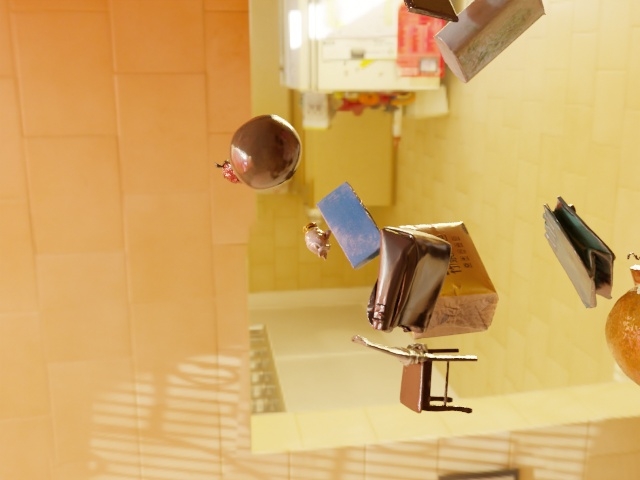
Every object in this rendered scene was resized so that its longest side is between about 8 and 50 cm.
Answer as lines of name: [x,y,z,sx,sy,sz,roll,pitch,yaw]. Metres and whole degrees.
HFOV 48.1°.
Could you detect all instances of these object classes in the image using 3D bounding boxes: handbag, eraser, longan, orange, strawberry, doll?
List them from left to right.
strawberry: [-0.213,-0.213,2.144,0.193,0.085,0.140,-10,-163,-20]
longan: [-0.143,-0.229,1.862,0.197,0.196,0.220,2,-170,9]
doll: [0.000,0.000,2.111,0.084,0.073,0.127,-34,-128,7]
eraser: [0.106,-0.053,2.425,0.043,0.144,0.311,40,-164,-52]
handbag: [0.212,0.101,1.737,0.114,0.256,0.285,10,179,30]
eraser: [0.368,-0.467,1.555,0.081,0.227,0.174,51,-172,32]
handbag: [0.752,0.032,2.071,0.100,0.268,0.274,-27,-126,5]
orange: [0.863,0.232,1.729,0.322,0.321,0.357,-5,-179,-20]

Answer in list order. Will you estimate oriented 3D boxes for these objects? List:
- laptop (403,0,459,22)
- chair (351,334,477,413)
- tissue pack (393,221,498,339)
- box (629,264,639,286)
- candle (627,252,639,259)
laptop: [0.206,-0.531,1.466,0.135,0.197,0.016,1,151,-32]
chair: [0.240,0.359,1.920,0.320,0.186,0.160,6,179,-13]
tissue pack: [0.417,0.131,2.525,0.294,0.228,0.381,-4,-136,-8]
box: [0.976,0.182,2.079,0.032,0.220,0.122,-25,-168,-15]
candle: [0.853,0.039,1.801,0.168,0.021,0.026,1,168,-4]
